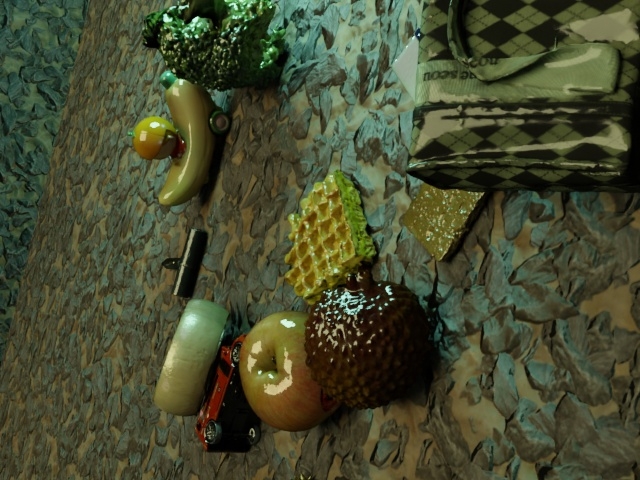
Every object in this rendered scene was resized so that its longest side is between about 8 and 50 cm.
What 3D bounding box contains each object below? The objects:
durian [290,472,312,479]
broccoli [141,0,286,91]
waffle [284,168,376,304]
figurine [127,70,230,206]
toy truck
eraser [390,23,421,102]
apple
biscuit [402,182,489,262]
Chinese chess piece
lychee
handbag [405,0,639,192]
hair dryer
[{"bbox_3d":[-0.078,0.501,1.348,0.119,0.108,0.187,0,79,54],"label":"durian"},{"bbox_3d":[-0.220,-0.456,1.687,0.338,0.277,0.317,-55,-20,-49],"label":"broccoli"},{"bbox_3d":[-0.001,0.000,1.451,0.219,0.057,0.229,-45,45,37],"label":"waffle"},{"bbox_3d":[-0.354,-0.245,1.883,0.124,0.222,0.324,8,85,53],"label":"figurine"},{"bbox_3d":[-0.164,0.295,1.537,0.114,0.107,0.253,31,105,54],"label":"toy truck"},{"bbox_3d":[0.239,-0.334,1.202,0.287,0.086,0.130,-51,45,31],"label":"eraser"},{"bbox_3d":[-0.042,0.229,1.346,0.209,0.164,0.209,-15,67,39],"label":"apple"},{"bbox_3d":[0.219,-0.091,1.204,0.237,0.026,0.131,-61,39,20],"label":"biscuit"},{"bbox_3d":[-0.270,0.248,1.628,0.250,0.103,0.250,-161,90,-86],"label":"Chinese chess piece"},{"bbox_3d":[0.071,0.145,1.190,0.200,0.200,0.238,15,113,55],"label":"lychee"},{"bbox_3d":[0.286,-0.272,0.981,0.317,0.180,0.416,3,86,37],"label":"handbag"},{"bbox_3d":[-0.360,0.040,1.956,0.195,0.050,0.173,22,94,58],"label":"hair dryer"}]
